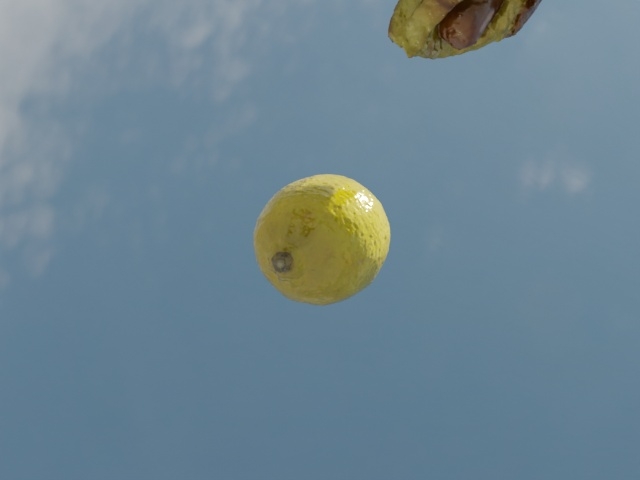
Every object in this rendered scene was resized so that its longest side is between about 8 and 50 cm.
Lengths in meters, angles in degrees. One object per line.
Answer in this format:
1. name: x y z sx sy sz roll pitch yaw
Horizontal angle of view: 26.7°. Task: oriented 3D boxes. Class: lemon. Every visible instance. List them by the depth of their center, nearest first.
1. lemon: 0.000 0.000 1.122 0.109 0.133 0.109 12 -63 25

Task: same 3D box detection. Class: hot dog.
1. hot dog: 0.158 -0.237 1.155 0.093 0.123 0.261 27 -111 23
